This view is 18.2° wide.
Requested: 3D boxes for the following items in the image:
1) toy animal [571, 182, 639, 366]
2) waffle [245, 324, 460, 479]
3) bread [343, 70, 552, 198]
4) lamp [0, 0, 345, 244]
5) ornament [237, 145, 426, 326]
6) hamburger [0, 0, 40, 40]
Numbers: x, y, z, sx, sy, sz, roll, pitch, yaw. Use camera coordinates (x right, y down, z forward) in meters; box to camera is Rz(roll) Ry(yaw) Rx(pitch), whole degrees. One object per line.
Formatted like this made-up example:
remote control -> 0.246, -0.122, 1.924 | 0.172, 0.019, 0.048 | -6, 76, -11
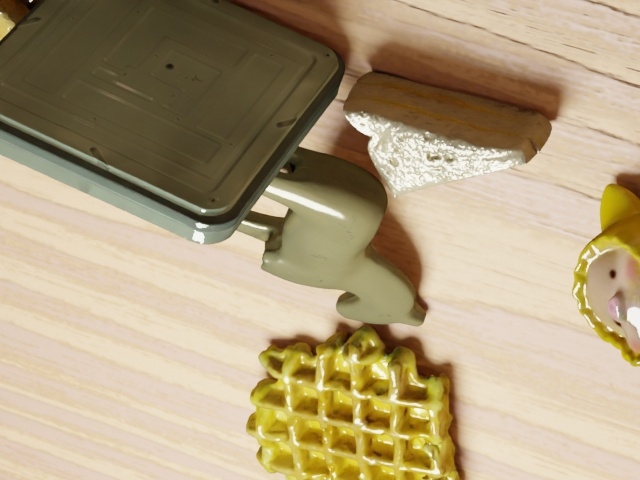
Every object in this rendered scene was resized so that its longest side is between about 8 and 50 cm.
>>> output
toy animal -> 0.330, 0.034, 1.687 | 0.229, 0.156, 0.156 | 6, 126, 37
waffle -> 0.027, 0.175, 1.993 | 0.229, 0.057, 0.219 | 10, 126, 23
bread -> 0.110, -0.106, 1.734 | 0.152, 0.077, 0.105 | -15, 115, 34
lamp -> -0.144, -0.130, 1.725 | 0.266, 0.269, 0.047 | 25, 135, 9
ornament -> 0.000, 0.000, 1.837 | 0.245, 0.061, 0.230 | 20, 150, -2
hamburger -> -0.324, -0.183, 1.855 | 0.213, 0.108, 0.214 | 6, 146, 4
